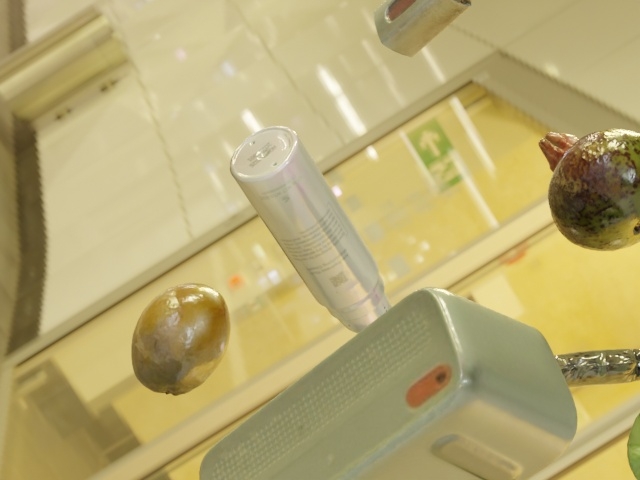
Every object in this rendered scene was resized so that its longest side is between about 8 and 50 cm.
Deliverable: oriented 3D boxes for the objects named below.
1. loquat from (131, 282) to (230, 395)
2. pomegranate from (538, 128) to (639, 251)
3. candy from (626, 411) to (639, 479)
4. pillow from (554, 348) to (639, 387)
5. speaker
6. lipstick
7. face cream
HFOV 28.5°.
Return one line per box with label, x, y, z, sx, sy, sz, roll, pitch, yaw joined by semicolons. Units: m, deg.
loquat;-0.269;0.188;2.411;0.179;0.227;0.179;24;-28;14
pomegranate;0.444;-0.102;2.034;0.248;0.214;0.214;48;-5;32
candy;0.510;0.276;1.619;0.343;0.132;0.142;26;46;-49
pillow;0.372;0.177;1.751;0.093;0.241;0.051;62;24;-76
speaker;0.060;0.229;1.378;0.184;0.406;0.183;29;32;-39
lipstick;0.188;-0.373;1.840;0.077;0.253;0.079;16;52;-37
face cream;0.000;0.000;1.662;0.346;0.102;0.102;58;0;-41
